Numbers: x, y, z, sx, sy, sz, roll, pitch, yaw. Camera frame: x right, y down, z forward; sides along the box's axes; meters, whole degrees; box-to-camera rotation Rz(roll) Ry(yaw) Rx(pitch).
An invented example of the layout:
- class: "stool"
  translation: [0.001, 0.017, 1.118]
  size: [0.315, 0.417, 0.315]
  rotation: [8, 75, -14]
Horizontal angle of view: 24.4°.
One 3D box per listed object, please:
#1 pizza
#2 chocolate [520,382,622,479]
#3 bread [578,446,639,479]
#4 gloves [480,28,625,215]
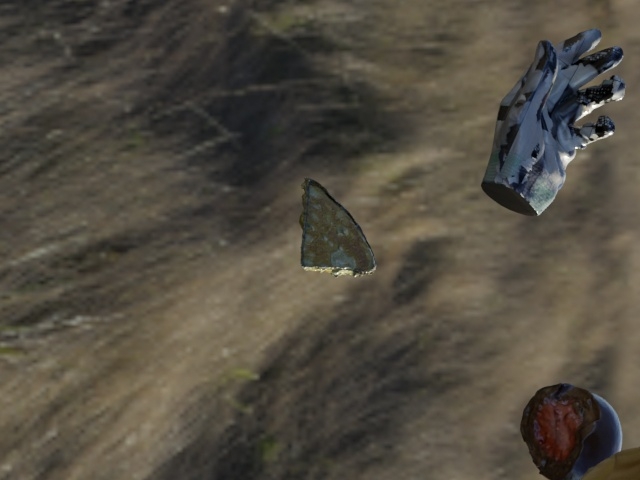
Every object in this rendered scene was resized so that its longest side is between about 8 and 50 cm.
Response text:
- class: "pizza"
  translation: [0.000, 0.000, 1.508]
  size: [0.123, 0.026, 0.108]
  rotation: [53, 41, -1]
- class: "chocolate"
  translation: [0.321, 0.257, 1.883]
  size: [0.124, 0.127, 0.133]
  rotation: [108, -6, -51]
- class: "bread"
  translation: [0.299, 0.234, 1.235]
  size: [0.136, 0.241, 0.107]
  rotation: [-29, 90, -35]
- class: "gloves"
  translation: [0.256, -0.141, 1.655]
  size: [0.127, 0.111, 0.212]
  rotation: [29, 76, -18]
